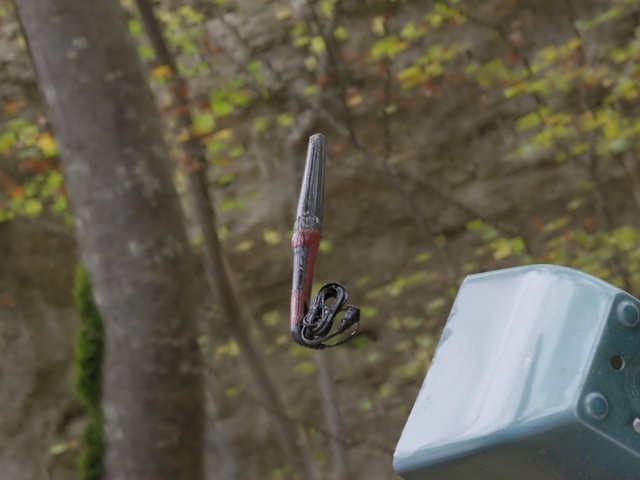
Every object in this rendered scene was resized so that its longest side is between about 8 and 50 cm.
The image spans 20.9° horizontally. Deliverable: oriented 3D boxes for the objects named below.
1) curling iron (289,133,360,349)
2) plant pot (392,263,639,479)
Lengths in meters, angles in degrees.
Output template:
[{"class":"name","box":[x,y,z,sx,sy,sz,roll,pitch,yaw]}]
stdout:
[{"class":"curling iron","box":[0.000,0.000,1.724,0.068,0.274,0.035,-2,-42,-1]},{"class":"plant pot","box":[0.270,0.169,1.782,0.247,0.247,0.252,31,-25,-17]}]
